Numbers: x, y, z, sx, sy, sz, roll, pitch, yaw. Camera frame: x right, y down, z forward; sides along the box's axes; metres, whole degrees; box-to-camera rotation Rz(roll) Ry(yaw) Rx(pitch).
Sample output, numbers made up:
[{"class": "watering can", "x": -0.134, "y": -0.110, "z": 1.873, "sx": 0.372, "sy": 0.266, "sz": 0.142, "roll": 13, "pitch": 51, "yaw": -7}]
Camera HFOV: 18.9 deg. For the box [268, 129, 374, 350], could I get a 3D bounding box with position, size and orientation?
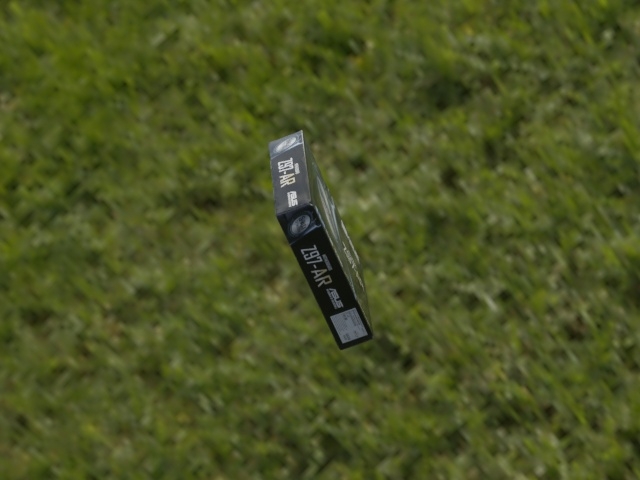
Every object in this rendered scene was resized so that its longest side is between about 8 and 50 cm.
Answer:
[{"class": "box", "x": 0.000, "y": 0.000, "z": 0.903, "sx": 0.018, "sy": 0.083, "sz": 0.067, "roll": -20, "pitch": 31, "yaw": 8}]
